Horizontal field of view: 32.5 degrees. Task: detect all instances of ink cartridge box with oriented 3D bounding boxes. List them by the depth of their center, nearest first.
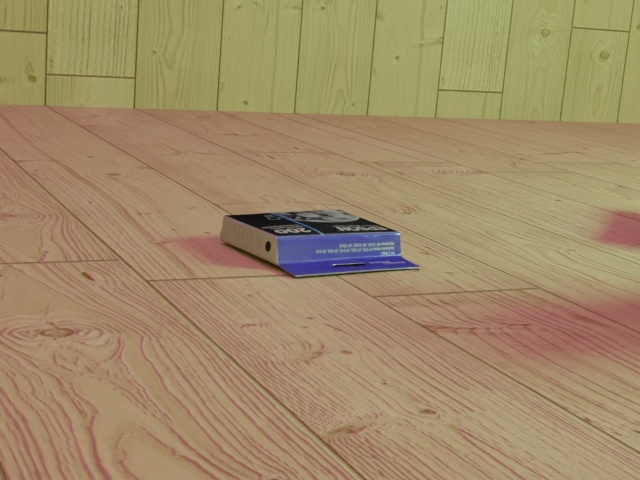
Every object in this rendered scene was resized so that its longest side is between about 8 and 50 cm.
[{"bbox_3d":[0.000,0.000,1.513,0.206,0.045,0.208,-3,16,-33],"label":"ink cartridge box"}]
